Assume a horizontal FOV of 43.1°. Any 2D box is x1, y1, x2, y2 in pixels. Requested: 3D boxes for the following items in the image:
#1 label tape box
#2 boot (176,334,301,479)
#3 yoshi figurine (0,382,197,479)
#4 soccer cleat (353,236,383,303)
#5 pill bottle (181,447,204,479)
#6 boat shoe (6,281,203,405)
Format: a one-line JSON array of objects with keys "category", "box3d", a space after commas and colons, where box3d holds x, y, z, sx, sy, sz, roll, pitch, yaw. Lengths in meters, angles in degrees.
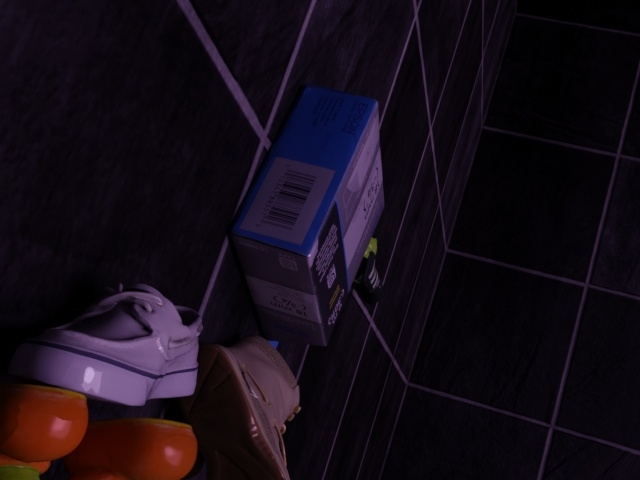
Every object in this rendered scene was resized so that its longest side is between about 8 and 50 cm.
[{"category": "label tape box", "box3d": [0.000, 0.000, 1.069, 0.333, 0.106, 0.240, 80, 29, -56]}, {"category": "boot", "box3d": [-0.068, 0.235, 0.916, 0.203, 0.095, 0.262, 9, 58, -78]}, {"category": "yoshi figurine", "box3d": [-0.155, 0.273, 0.461, 0.203, 0.204, 0.362, 110, -11, -68]}, {"category": "soccer cleat", "box3d": [0.078, 0.064, 1.515, 0.072, 0.060, 0.179, -51, 147, -36]}, {"category": "pill bottle", "box3d": [-0.154, 0.228, 0.847, 0.083, 0.043, 0.043, 54, 52, -70]}, {"category": "boat shoe", "box3d": [-0.149, 0.077, 0.634, 0.267, 0.096, 0.088, 39, 63, -75]}]
